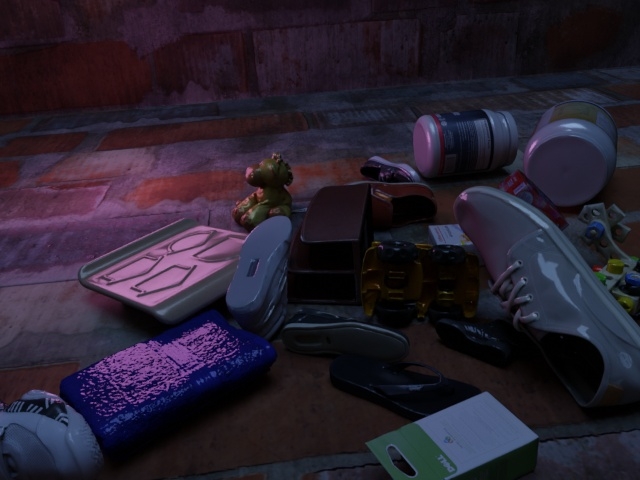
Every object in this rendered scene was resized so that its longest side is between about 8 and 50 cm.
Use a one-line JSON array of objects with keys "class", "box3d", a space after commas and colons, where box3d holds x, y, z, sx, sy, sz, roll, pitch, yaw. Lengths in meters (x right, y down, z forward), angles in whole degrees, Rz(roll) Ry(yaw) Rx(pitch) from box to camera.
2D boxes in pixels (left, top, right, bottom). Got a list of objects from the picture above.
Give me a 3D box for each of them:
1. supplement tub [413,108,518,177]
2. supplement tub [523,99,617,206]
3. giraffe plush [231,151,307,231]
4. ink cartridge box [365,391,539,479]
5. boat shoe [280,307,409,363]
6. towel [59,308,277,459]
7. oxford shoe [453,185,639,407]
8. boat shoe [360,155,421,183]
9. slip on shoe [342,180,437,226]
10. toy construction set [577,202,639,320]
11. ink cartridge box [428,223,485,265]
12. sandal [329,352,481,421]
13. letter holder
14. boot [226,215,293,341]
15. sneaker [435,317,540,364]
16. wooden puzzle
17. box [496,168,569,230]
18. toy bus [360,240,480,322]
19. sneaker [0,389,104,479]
[{"class": "supplement tub", "box3d": [0.432, -0.294, 1.833, 0.273, 0.191, 0.191, -7, 27, -6]}, {"class": "supplement tub", "box3d": [0.680, -0.239, 1.650, 0.229, 0.228, 0.316, 9, 29, 23]}, {"class": "giraffe plush", "box3d": [-0.137, -0.139, 1.619, 0.210, 0.170, 0.181, -17, 29, -25]}, {"class": "ink cartridge box", "box3d": [0.179, 0.293, 0.829, 0.209, 0.062, 0.109, -15, 29, -21]}, {"class": "boat shoe", "box3d": [0.048, 0.163, 1.085, 0.233, 0.083, 0.079, 4, 28, 22]}, {"class": "towel", "box3d": [-0.252, 0.230, 1.013, 0.308, 0.076, 0.228, -23, 25, -33]}, {"class": "oxford shoe", "box3d": [0.355, 0.082, 0.999, 0.130, 0.169, 0.449, -24, 61, -18]}, {"class": "boat shoe", "box3d": [0.199, -0.192, 1.796, 0.076, 0.080, 0.228, -35, 40, -18]}, {"class": "slip on shoe", "box3d": [0.146, -0.084, 1.542, 0.332, 0.122, 0.101, -6, 30, -15]}, {"class": "toy construction set", "box3d": [0.529, 0.061, 1.177, 0.215, 0.151, 0.328, 19, 45, 38]}, {"class": "ink cartridge box", "box3d": [0.307, 0.011, 1.380, 0.182, 0.061, 0.104, -4, 27, -1]}, {"class": "sandal", "box3d": [0.129, 0.229, 0.973, 0.255, 0.054, 0.097, 9, 29, 24]}, {"class": "letter holder", "box3d": [0.000, 0.000, 1.348, 0.215, 0.151, 0.301, -1, 26, 10]}, {"class": "boot", "box3d": [-0.104, 0.076, 1.187, 0.095, 0.123, 0.258, 0, 44, 22]}, {"class": "sneaker", "box3d": [0.298, 0.170, 1.080, 0.170, 0.051, 0.089, 23, 37, 34]}, {"class": "wooden puzzle", "box3d": [-0.294, 0.066, 1.299, 0.348, 0.080, 0.322, 15, 35, 41]}, {"class": "box", "box3d": [0.437, -0.059, 1.331, 0.122, 0.128, 0.257, 44, 19, 0]}, {"class": "toy bus", "box3d": [0.196, 0.067, 1.221, 0.221, 0.149, 0.211, 2, 11, 6]}, {"class": "sneaker", "box3d": [-0.478, 0.305, 0.819, 0.366, 0.137, 0.210, 5, 28, 28]}]
